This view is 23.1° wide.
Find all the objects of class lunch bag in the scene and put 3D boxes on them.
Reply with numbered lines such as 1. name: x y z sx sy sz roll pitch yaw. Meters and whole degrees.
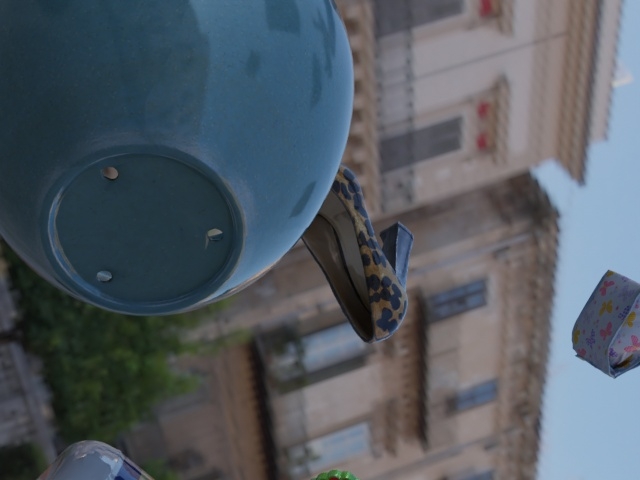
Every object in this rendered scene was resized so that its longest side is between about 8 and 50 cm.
1. lunch bag: 0.264 0.077 1.384 0.053 0.083 0.071 33 0 -22

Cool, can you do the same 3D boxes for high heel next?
1. high heel: 0.000 0.000 1.827 0.093 0.261 0.186 -41 -156 39

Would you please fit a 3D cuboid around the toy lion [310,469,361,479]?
1. toy lion: 0.019 0.306 1.763 0.096 0.100 0.034 38 26 -10

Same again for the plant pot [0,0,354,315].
1. plant pot: -0.117 -0.061 1.074 0.195 0.290 0.290 -93 175 -55

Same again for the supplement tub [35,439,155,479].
1. supplement tub: -0.112 0.315 1.088 0.316 0.228 0.228 40 -11 -6
